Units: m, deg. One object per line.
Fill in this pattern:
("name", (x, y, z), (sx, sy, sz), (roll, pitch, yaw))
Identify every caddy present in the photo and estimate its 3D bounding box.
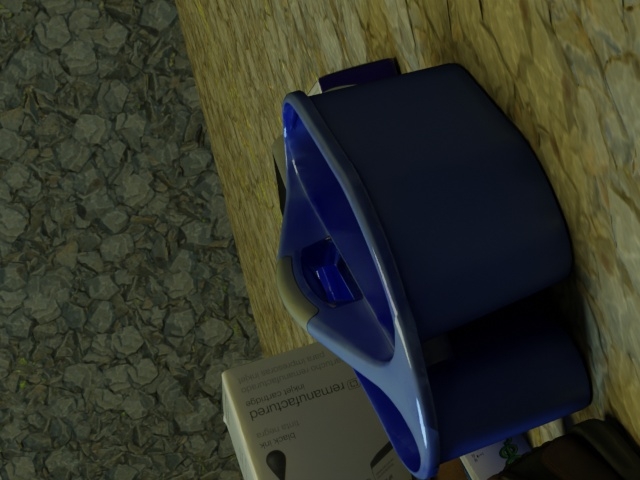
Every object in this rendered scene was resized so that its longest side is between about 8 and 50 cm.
("caddy", (0.058, 0.019, 1.279), (0.341, 0.179, 0.241), (-119, 15, -59))

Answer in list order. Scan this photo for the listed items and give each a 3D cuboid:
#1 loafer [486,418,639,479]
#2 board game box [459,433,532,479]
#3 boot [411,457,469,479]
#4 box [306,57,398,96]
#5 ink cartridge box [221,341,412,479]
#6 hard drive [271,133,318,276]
("loafer", (0.186, 0.210, 1.071), (0.302, 0.095, 0.109), (-124, 18, -66))
("board game box", (0.191, 0.281, 1.237), (0.193, 0.053, 0.305), (65, 179, -34))
("boot", (0.126, 0.171, 1.482), (0.112, 0.115, 0.305), (78, -168, -73))
("box", (0.043, -0.082, 1.570), (0.126, 0.072, 0.137), (151, 102, -83))
("ink cartridge box", (0.060, 0.242, 1.581), (0.129, 0.223, 0.307), (93, 159, -64))
("hard drive", (0.000, 0.000, 2.145), (0.172, 0.054, 0.255), (84, 167, -54))
